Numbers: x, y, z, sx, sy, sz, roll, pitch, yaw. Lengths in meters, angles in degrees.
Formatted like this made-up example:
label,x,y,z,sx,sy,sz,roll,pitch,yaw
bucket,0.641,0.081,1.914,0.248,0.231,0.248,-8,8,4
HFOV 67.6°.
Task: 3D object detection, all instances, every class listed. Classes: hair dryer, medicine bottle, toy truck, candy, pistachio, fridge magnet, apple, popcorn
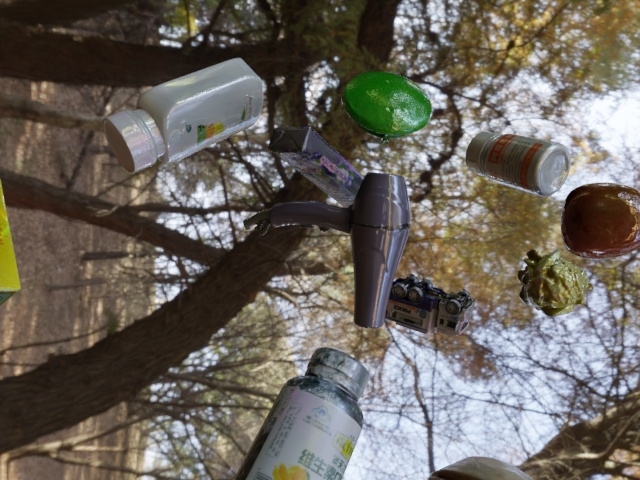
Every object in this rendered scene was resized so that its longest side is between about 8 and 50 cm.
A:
label,x,y,z,sx,sy,sz,roll,pitch,yaw
hair dryer,0.000,0.000,0.982,0.361,0.121,0.301,10,-80,23
medicine bottle,0.527,-0.214,1.296,0.252,0.144,0.145,33,-61,57
medicine bottle,-0.026,0.308,0.710,0.141,0.141,0.293,-31,-156,55
toy truck,0.345,0.218,1.528,0.267,0.124,0.155,16,-69,31
candy,0.018,-0.142,0.995,0.088,0.312,0.061,5,-104,34
pistachio,0.509,0.806,1.421,0.365,0.281,0.445,40,-27,-8
fridge magnet,0.149,-0.307,1.081,0.088,0.208,0.208,101,-29,-54
medicine bottle,-0.254,-0.237,0.920,0.111,0.296,0.161,49,-33,14
apple,0.632,-0.045,1.075,0.168,0.181,0.181,-1,-89,23
popcorn,0.654,0.118,1.362,0.167,0.185,0.187,-43,-139,-2

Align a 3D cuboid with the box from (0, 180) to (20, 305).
label,x,y,z,sx,sy,sz,roll,pitch,yaw
box,-0.474,0.050,0.604,0.279,0.041,0.153,-30,-109,26
